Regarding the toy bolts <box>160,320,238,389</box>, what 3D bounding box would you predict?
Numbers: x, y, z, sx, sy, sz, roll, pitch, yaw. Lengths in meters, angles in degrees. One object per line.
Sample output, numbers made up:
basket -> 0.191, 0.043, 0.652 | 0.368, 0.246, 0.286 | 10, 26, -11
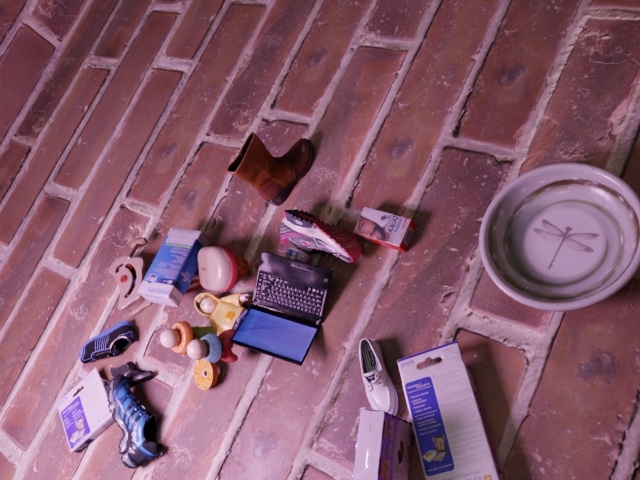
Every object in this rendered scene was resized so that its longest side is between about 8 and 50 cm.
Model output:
toy bolts -> -0.374, 0.350, 1.899 | 0.228, 0.158, 0.218 | -11, 80, 43

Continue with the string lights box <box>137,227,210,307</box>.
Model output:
string lights box -> -0.493, 0.087, 2.116 | 0.133, 0.077, 0.260 | 7, 60, 26

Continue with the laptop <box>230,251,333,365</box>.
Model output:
laptop -> -0.114, 0.194, 1.848 | 0.234, 0.136, 0.264 | 15, 101, 15

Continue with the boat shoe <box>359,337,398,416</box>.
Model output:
boat shoe -> 0.144, 0.373, 1.696 | 0.083, 0.076, 0.226 | -29, 56, 16

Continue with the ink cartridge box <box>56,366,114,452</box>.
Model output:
ink cartridge box -> -0.798, 0.579, 2.153 | 0.206, 0.045, 0.208 | -42, 55, 6

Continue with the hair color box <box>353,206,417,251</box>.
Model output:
hair color box -> 0.192, -0.034, 1.879 | 0.167, 0.053, 0.093 | 16, 77, 36

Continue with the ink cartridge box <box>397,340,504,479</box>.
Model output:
ink cartridge box -> 0.319, 0.453, 1.566 | 0.175, 0.069, 0.371 | -23, 60, 20

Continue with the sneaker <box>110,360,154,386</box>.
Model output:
sneaker -> -0.638, 0.445, 2.122 | 0.170, 0.051, 0.089 | -26, 61, 21

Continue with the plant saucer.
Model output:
plant saucer -> 0.613, -0.001, 1.594 | 0.400, 0.100, 0.401 | -13, 61, 24

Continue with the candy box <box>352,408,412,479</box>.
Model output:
candy box -> 0.157, 0.516, 1.544 | 0.070, 0.196, 0.165 | -4, 65, 29

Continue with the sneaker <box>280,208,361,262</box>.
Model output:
sneaker -> 0.000, 0.000, 1.949 | 0.299, 0.120, 0.112 | 27, 112, 35

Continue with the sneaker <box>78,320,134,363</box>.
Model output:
sneaker -> -0.751, 0.377, 2.202 | 0.232, 0.081, 0.090 | -36, 47, 9

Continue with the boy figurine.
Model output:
boy figurine -> -0.286, 0.238, 2.000 | 0.285, 0.092, 0.177 | 28, 86, 33

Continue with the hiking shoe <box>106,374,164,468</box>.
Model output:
hiking shoe -> -0.585, 0.564, 2.009 | 0.132, 0.113, 0.304 | -26, 69, 7

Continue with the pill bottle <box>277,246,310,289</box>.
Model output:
pill bottle -> -0.093, 0.097, 1.963 | 0.078, 0.078, 0.137 | 15, 75, 34

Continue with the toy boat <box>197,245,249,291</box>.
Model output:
toy boat -> -0.307, 0.088, 2.057 | 0.231, 0.151, 0.151 | 179, 85, -66

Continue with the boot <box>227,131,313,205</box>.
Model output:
boot -> -0.161, -0.278, 2.055 | 0.096, 0.280, 0.264 | 36, 87, 36

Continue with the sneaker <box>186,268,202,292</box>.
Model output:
sneaker -> -0.509, 0.133, 2.194 | 0.221, 0.087, 0.128 | -16, 51, 9

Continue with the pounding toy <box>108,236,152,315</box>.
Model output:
pounding toy -> -0.698, 0.121, 2.248 | 0.154, 0.155, 0.270 | -15, 60, 18
